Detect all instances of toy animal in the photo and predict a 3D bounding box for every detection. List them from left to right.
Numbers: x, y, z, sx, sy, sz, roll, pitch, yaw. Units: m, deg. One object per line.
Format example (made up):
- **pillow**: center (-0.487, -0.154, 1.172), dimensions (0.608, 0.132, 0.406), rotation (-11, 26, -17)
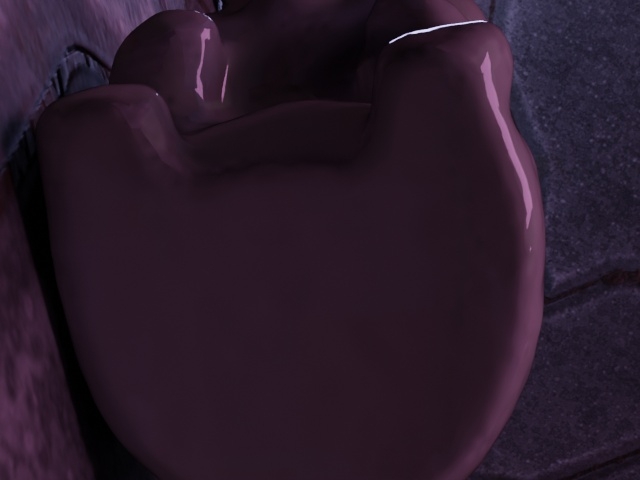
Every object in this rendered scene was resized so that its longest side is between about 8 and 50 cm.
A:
- **toy animal**: center (-0.001, -0.008, 0.580), dimensions (0.367, 0.196, 0.241), rotation (-89, 174, -68)

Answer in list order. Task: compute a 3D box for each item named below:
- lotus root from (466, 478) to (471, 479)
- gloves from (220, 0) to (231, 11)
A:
- **lotus root**: center (0.065, 0.250, 0.816), dimensions (0.349, 0.175, 0.175), rotation (74, 5, -45)
- **gloves**: center (-0.082, -0.300, 1.207), dimensions (0.114, 0.070, 0.153), rotation (-95, 172, -64)
